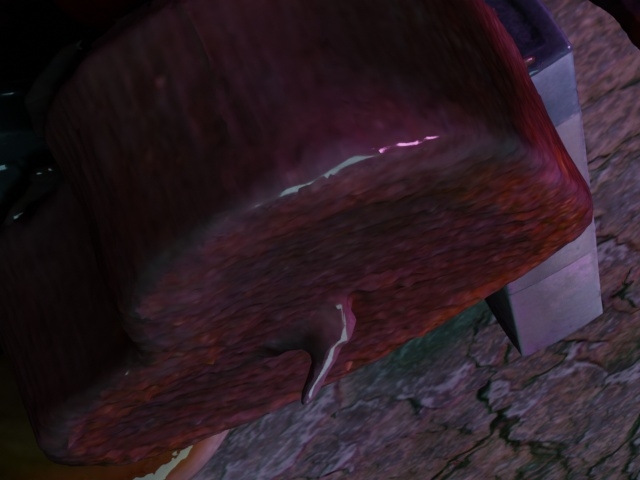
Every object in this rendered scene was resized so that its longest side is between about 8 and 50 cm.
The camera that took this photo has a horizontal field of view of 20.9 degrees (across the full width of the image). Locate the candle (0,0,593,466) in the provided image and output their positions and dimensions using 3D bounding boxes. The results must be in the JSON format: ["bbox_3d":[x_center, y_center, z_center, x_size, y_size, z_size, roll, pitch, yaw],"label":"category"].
[{"bbox_3d":[0.000,0.000,0.793,0.287,0.131,0.317,-13,159,-33],"label":"candle"}]

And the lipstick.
[{"bbox_3d":[0.119,-0.032,1.035,0.068,0.066,0.317,-30,150,-4],"label":"lipstick"}]

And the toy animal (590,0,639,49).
[{"bbox_3d":[0.158,-0.094,0.676,0.225,0.302,0.284,-22,147,1],"label":"toy animal"}]

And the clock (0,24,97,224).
[{"bbox_3d":[-0.160,-0.029,0.792,0.184,0.040,0.184,-21,156,-10],"label":"clock"}]

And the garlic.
[{"bbox_3d":[-0.106,0.081,0.973,0.207,0.128,0.115,-37,173,-4],"label":"garlic"}]

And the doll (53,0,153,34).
[{"bbox_3d":[-0.037,-0.129,0.732,0.183,0.085,0.217,-27,159,20],"label":"doll"}]
